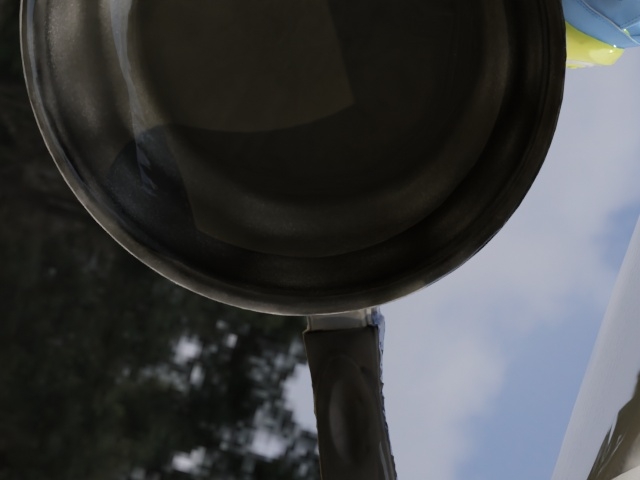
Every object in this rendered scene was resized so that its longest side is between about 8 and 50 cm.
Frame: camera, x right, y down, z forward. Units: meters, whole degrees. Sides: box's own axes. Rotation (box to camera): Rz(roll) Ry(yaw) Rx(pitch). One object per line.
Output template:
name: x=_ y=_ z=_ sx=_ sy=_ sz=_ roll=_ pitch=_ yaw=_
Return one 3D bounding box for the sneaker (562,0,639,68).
sneaker: x=0.183 y=-0.212 z=0.916 sx=0.126 sy=0.091 sz=0.240 roll=11 pitch=-81 yaw=48

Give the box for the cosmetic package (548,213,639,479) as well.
cosmetic package: x=0.280 y=0.008 z=0.535 sx=0.393 sy=0.329 sz=0.327 roll=91 pitch=21 yaw=-67

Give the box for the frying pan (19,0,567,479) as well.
frying pan: x=0.023 y=-0.015 z=0.606 sx=0.197 sy=0.326 sz=0.053 roll=-29 pitch=-170 yaw=20
